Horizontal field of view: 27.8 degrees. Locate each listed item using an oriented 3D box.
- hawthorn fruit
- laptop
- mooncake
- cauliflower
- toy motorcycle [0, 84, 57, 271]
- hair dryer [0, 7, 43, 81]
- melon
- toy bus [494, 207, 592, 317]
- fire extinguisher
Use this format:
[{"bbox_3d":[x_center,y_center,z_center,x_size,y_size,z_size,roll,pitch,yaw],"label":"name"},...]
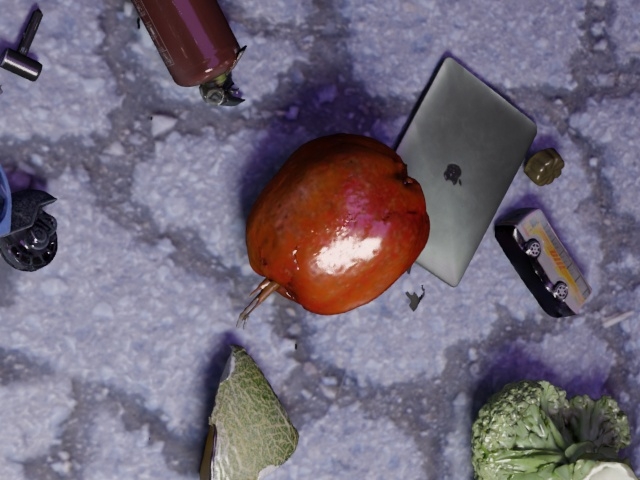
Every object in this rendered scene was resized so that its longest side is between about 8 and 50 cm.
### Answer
[{"bbox_3d":[0.000,0.000,1.603,0.299,0.211,0.211,-42,110,-7],"label":"hawthorn fruit"},{"bbox_3d":[0.179,-0.092,1.781,0.188,0.015,0.269,33,79,-25],"label":"laptop"},{"bbox_3d":[0.213,-0.026,1.751,0.347,0.057,0.150,-50,144,-17],"label":"mooncake"},{"bbox_3d":[0.341,0.330,1.758,0.275,0.250,0.272,5,89,-22],"label":"cauliflower"},{"bbox_3d":[-0.433,-0.035,1.387,0.358,0.125,0.212,-23,94,-51],"label":"toy motorcycle"},{"bbox_3d":[-0.341,-0.232,1.514,0.047,0.026,0.083,24,75,-28],"label":"hair dryer"},{"bbox_3d":[-0.091,0.237,1.630,0.139,0.093,0.202,13,79,-24],"label":"melon"},{"bbox_3d":[0.317,0.030,1.835,0.072,0.057,0.172,-44,111,-23],"label":"toy bus"},{"bbox_3d":[-0.165,-0.273,1.561,0.105,0.105,0.269,-34,107,-20],"label":"fire extinguisher"}]
